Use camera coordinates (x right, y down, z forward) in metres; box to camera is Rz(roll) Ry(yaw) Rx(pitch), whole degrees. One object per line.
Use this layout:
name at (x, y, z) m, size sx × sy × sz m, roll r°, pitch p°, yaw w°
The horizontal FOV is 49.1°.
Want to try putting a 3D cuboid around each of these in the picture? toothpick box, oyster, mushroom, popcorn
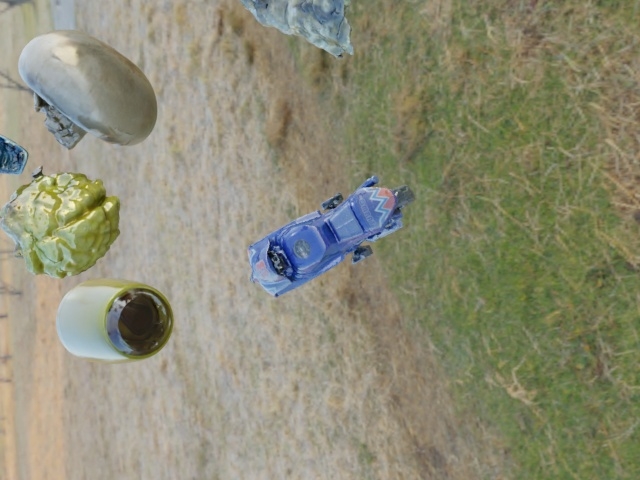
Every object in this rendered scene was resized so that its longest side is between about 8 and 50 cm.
toothpick box at (-0.399, 0.158, 1.376) m, size 0.271 × 0.175 × 0.175 m, roll -7°, pitch 88°, yaw 54°
oyster at (-0.029, -0.203, 0.590) m, size 0.200 × 0.061 × 0.106 m, roll 12°, pitch 107°, yaw 54°
mushroom at (-0.369, -0.227, 1.109) m, size 0.178 × 0.226 × 0.226 m, roll -61°, pitch 30°, yaw 0°
popcorn at (-0.381, -0.031, 1.030) m, size 0.142 × 0.173 × 0.173 m, roll 51°, pitch -172°, yaw -50°

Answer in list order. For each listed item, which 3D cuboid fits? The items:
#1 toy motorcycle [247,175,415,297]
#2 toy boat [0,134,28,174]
toy motorcycle at (0.000, 0.000, 0.703) m, size 0.205 × 0.114 × 0.076 m, roll -29°, pitch 87°, yaw 22°
toy boat at (-0.516, -0.141, 1.068) m, size 0.061 × 0.137 × 0.060 m, roll -92°, pitch 28°, yaw -73°
